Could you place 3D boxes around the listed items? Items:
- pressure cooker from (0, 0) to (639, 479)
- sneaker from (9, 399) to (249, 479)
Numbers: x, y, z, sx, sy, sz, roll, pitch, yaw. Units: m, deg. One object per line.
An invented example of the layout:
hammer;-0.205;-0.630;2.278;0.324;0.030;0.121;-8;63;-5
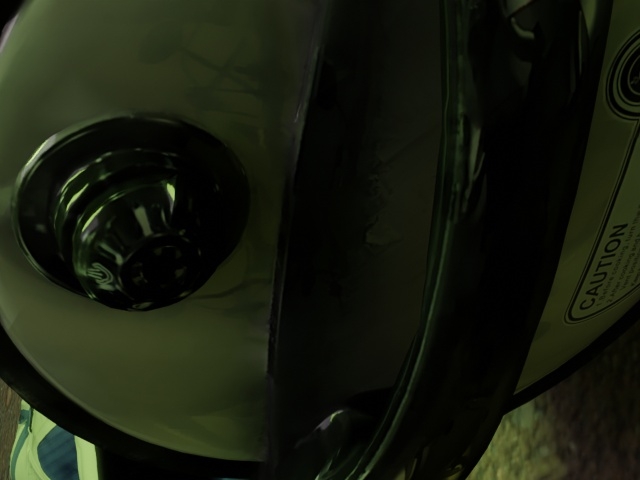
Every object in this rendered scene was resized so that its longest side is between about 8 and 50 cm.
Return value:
pressure cooker;-0.012;-0.096;0.540;0.375;0.370;0.420;-38;41;9
sneaker;-0.114;0.148;0.746;0.182;0.128;0.315;50;152;40
